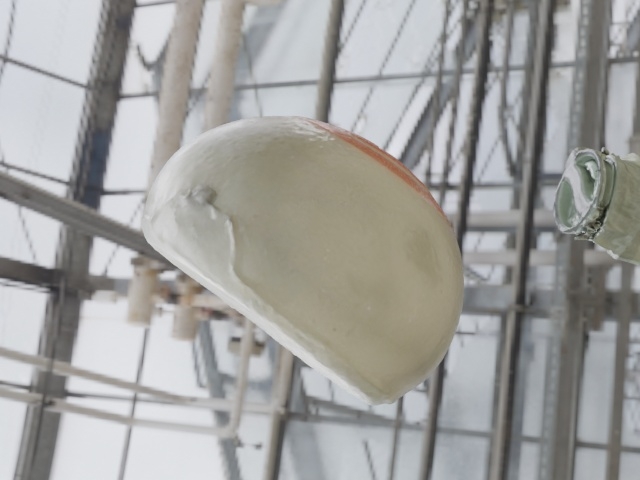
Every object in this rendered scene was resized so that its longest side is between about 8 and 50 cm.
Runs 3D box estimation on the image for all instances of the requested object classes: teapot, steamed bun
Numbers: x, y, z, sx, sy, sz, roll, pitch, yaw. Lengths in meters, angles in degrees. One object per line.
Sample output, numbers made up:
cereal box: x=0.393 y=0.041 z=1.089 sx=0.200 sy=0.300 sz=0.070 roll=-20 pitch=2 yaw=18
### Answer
teapot: x=0.279 y=-0.023 z=0.869 sx=0.107 sy=0.201 sz=0.077 roll=-98 pitch=28 yaw=-54
steamed bun: x=0.000 y=0.000 z=0.930 sx=0.177 sy=0.283 sz=0.283 roll=-54 pitch=-39 yaw=-7
